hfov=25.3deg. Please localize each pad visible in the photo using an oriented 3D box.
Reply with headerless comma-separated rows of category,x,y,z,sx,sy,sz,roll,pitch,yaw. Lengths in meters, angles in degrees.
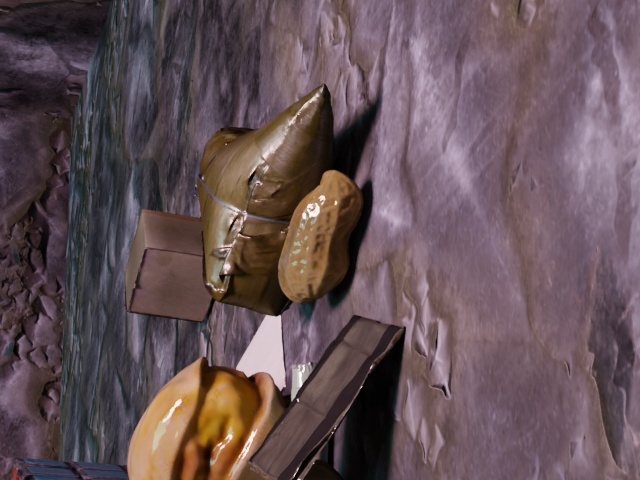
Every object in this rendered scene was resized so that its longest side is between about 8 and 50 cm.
pad,0.004,0.188,1.680,0.233,0.022,0.174,-55,16,-9
pad,-0.093,0.204,2.151,0.232,0.004,0.156,121,150,-51

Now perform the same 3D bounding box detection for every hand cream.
hand cream,-0.012,0.259,1.821,0.078,0.050,0.205,148,123,-67

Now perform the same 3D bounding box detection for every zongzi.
zongzi,-0.069,-0.129,1.956,0.323,0.160,0.360,-109,31,-51

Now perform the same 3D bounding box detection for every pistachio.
pistachio,-0.151,0.291,1.957,0.309,0.230,0.230,109,159,-44

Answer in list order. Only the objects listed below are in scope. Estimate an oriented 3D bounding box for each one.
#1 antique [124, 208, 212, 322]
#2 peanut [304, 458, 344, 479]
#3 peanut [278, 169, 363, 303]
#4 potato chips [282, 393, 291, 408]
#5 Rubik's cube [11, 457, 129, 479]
antique,-0.259,0.042,2.493,0.148,0.146,0.152,-105,29,-52
peanut,-0.036,0.409,1.693,0.120,0.136,0.298,-3,80,60
peanut,0.000,0.000,1.818,0.093,0.083,0.194,60,138,45
potato chips,-0.056,0.236,1.996,0.204,0.026,0.037,142,128,-64
Rubik's cube,-0.376,0.543,2.413,0.305,0.301,0.304,-175,92,-71
